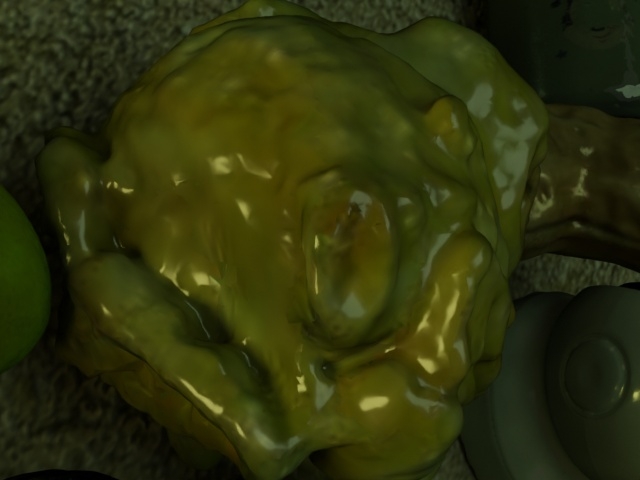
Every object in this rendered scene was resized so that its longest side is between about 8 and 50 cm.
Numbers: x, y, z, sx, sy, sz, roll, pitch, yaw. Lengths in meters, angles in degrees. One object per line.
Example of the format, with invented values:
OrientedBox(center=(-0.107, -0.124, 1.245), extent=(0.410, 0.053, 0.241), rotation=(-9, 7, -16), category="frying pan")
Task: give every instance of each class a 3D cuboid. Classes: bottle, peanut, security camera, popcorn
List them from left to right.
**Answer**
OrientedBox(center=(-0.013, 0.013, 0.833), extent=(0.312, 0.312, 0.312), rotation=(14, 69, -41), category="popcorn")
OrientedBox(center=(0.169, -0.039, 1.072), extent=(0.306, 0.147, 0.147), rotation=(4, 74, -13), category="peanut")
OrientedBox(center=(0.227, -0.238, 1.231), extent=(0.168, 0.168, 0.347), rotation=(16, 65, -41), category="bottle")
OrientedBox(center=(0.247, 0.121, 1.097), extent=(0.195, 0.236, 0.194), rotation=(12, 72, -40), category="security camera")

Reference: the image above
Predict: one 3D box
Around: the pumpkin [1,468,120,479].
OrientedBox(center=(-0.143, 0.220, 0.701), extent=(0.162, 0.220, 0.220), rotation=(37, 55, -35), category="pumpkin")

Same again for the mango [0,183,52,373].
OrientedBox(center=(-0.265, 0.006, 0.692), extent=(0.273, 0.149, 0.185), rotation=(-16, 83, -52), category="mango")

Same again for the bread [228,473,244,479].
OrientedBox(center=(0.006, 0.223, 0.924), extent=(0.132, 0.103, 0.172), rotation=(-21, 93, -42), category="bread")
